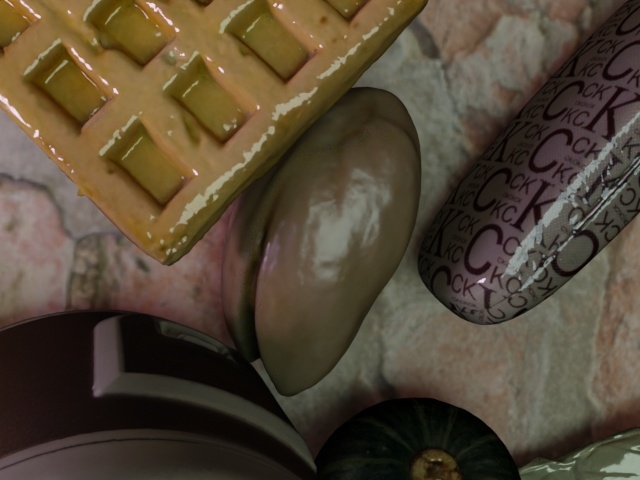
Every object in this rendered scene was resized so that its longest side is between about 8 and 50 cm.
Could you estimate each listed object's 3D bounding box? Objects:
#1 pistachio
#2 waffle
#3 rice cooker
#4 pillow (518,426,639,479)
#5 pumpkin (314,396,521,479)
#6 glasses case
[{"bbox_3d":[0.000,0.000,0.691,0.136,0.136,0.226,15,106,-20],"label":"pistachio"},{"bbox_3d":[-0.090,-0.143,0.614,0.221,0.055,0.248,44,89,1],"label":"waffle"},{"bbox_3d":[-0.134,0.221,0.597,0.335,0.325,0.335,-5,107,-16],"label":"rice cooker"},{"bbox_3d":[0.213,0.309,0.867,0.280,0.076,0.274,-17,103,-7],"label":"pillow"},{"bbox_3d":[0.072,0.197,0.747,0.167,0.125,0.167,3,65,-7],"label":"pumpkin"},{"bbox_3d":[0.209,-0.084,0.719,0.085,0.137,0.355,42,91,-22],"label":"glasses case"}]
